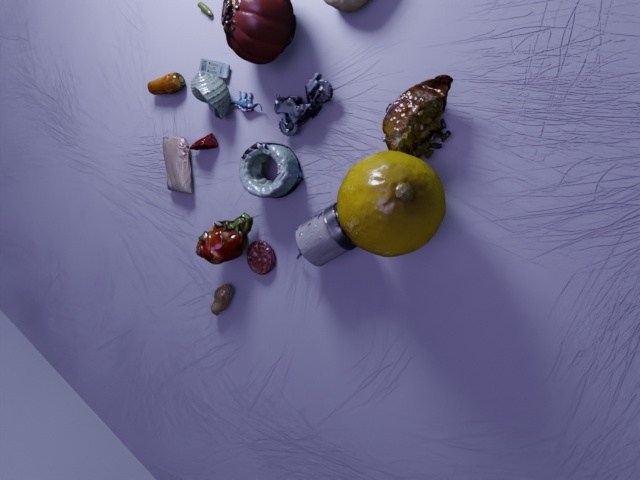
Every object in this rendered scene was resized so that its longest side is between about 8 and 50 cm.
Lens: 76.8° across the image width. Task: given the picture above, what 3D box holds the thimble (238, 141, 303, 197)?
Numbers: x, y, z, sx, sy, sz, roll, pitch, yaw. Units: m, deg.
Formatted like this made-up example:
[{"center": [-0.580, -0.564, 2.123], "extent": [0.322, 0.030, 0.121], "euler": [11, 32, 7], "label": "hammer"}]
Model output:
[{"center": [-0.194, -0.275, 1.606], "extent": [0.238, 0.150, 0.236], "euler": [4, 100, 25], "label": "thimble"}]

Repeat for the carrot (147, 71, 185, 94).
[{"center": [-0.702, -0.704, 1.835], "extent": [0.194, 0.087, 0.087], "euler": [-5, 95, 28], "label": "carrot"}]

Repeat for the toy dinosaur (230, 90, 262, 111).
[{"center": [-0.310, -0.575, 1.679], "extent": [0.198, 0.045, 0.080], "euler": [23, 115, 31], "label": "toy dinosaur"}]

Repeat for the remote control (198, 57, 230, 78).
[{"center": [-0.455, -0.738, 1.735], "extent": [0.162, 0.029, 0.061], "euler": [24, 106, 27], "label": "remote control"}]

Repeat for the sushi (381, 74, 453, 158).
[{"center": [0.322, -0.393, 1.332], "extent": [0.296, 0.167, 0.179], "euler": [-49, 55, 16], "label": "sushi"}]

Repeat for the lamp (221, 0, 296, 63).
[{"center": [-0.225, -0.805, 1.475], "extent": [0.303, 0.257, 0.302], "euler": [-19, 68, 61], "label": "lamp"}]

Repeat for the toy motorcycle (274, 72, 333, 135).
[{"center": [-0.079, -0.528, 1.537], "extent": [0.270, 0.106, 0.159], "euler": [-39, 86, 30], "label": "toy motorcycle"}]

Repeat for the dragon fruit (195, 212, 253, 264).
[{"center": [-0.415, -0.015, 1.732], "extent": [0.201, 0.198, 0.268], "euler": [16, 113, -21], "label": "dragon fruit"}]

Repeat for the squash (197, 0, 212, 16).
[{"center": [-0.486, -0.979, 1.714], "extent": [0.083, 0.027, 0.027], "euler": [45, 114, 12], "label": "squash"}]

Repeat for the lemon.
[{"center": [0.229, -0.116, 1.273], "extent": [0.365, 0.364, 0.363], "euler": [4, 100, 26], "label": "lemon"}]

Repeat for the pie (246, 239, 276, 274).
[{"center": [-0.261, 0.075, 1.757], "extent": [0.155, 0.036, 0.154], "euler": [4, 98, 27], "label": "pie"}]

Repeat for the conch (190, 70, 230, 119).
[{"center": [-0.442, -0.615, 1.689], "extent": [0.131, 0.200, 0.172], "euler": [-53, 42, -7], "label": "conch"}]

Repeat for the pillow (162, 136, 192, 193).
[{"center": [-0.669, -0.349, 1.880], "extent": [0.174, 0.067, 0.269], "euler": [3, 98, 31], "label": "pillow"}]

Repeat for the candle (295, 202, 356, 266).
[{"center": [0.000, 0.000, 1.535], "extent": [0.330, 0.187, 0.187], "euler": [-31, 83, 29], "label": "candle"}]

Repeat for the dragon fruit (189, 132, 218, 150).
[{"center": [-0.527, -0.438, 1.799], "extent": [0.131, 0.097, 0.063], "euler": [-2, 94, 47], "label": "dragon fruit"}]

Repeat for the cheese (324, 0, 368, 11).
[{"center": [0.102, -0.910, 1.379], "extent": [0.235, 0.117, 0.217], "euler": [-19, 88, 29], "label": "cheese"}]

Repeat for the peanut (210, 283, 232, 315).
[{"center": [-0.461, 0.272, 1.866], "extent": [0.080, 0.080, 0.174], "euler": [36, 114, 18], "label": "peanut"}]
